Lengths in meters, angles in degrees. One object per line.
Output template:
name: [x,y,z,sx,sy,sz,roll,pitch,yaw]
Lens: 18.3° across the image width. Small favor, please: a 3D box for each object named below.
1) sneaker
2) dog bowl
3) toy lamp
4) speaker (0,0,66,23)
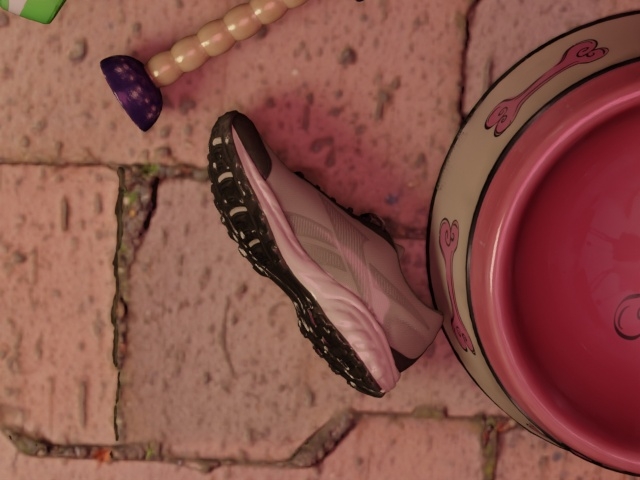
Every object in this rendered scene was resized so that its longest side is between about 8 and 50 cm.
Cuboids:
sneaker: [0.000,0.000,1.683,0.108,0.100,0.271,-39,99,-18]
dog bowl: [0.297,0.017,1.657,0.408,0.150,0.408,0,103,-2]
toy lamp: [-0.049,-0.190,1.637,0.275,0.080,0.080,-33,102,5]
speaker: [-0.314,-0.296,1.580,0.296,0.131,0.131,32,100,-8]
